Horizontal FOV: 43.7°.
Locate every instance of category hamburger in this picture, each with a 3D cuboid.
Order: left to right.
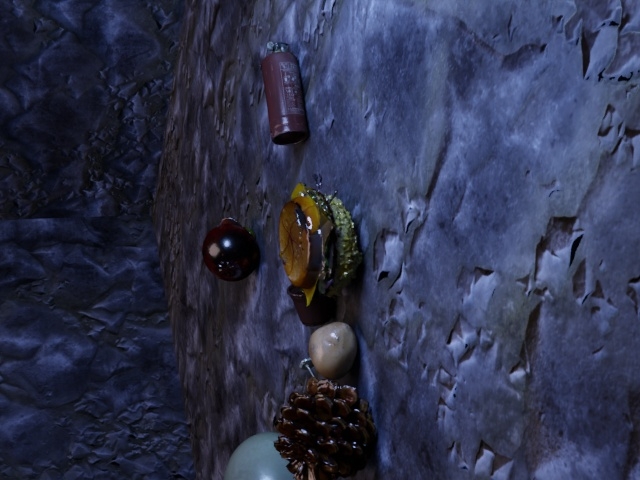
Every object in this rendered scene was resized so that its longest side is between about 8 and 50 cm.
[{"bbox_3d":[0.000,0.000,1.697,0.243,0.138,0.262,-122,35,-49],"label":"hamburger"}]

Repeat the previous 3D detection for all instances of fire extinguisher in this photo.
[{"bbox_3d":[-0.090,-0.373,1.955,0.105,0.104,0.269,139,125,-64],"label":"fire extinguisher"}]

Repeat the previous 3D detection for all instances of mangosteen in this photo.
[{"bbox_3d":[-0.261,0.023,2.376,0.200,0.199,0.200,177,90,-69],"label":"mangosteen"}]

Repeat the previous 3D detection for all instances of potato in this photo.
[{"bbox_3d":[0.027,0.241,1.713,0.147,0.112,0.112,96,159,-46],"label":"potato"}]

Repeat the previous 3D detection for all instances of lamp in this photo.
[{"bbox_3d":[0.017,0.351,1.871,0.198,0.056,0.050,56,144,35],"label":"lamp"}]

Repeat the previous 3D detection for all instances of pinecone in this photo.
[{"bbox_3d":[0.004,0.402,1.648,0.221,0.221,0.222,177,90,-69],"label":"pinecone"}]

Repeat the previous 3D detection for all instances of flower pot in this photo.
[{"bbox_3d":[-0.018,0.146,1.833,0.111,0.111,0.089,-149,48,-65],"label":"flower pot"}]

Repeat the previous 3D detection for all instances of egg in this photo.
[{"bbox_3d":[-0.108,0.632,1.907,0.258,0.258,0.352,113,145,-49],"label":"egg"}]
